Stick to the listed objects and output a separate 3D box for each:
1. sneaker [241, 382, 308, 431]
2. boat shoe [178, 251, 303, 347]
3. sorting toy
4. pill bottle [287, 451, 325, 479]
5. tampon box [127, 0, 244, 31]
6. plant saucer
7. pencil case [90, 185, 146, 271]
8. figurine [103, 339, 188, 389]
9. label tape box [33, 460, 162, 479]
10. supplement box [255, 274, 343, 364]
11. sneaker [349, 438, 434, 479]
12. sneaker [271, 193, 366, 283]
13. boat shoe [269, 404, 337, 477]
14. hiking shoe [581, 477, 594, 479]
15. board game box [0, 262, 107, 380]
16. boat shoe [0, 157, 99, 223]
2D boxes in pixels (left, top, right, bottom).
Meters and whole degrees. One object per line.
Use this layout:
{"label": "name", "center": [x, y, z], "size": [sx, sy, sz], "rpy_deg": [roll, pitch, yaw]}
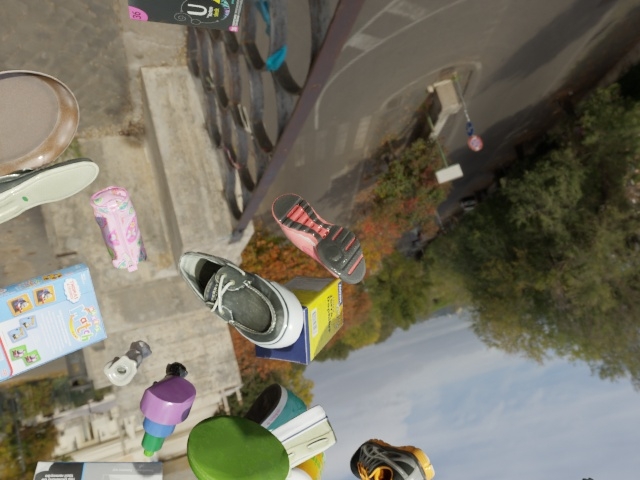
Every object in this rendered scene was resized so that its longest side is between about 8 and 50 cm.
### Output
{"label": "sneaker", "center": [-0.134, 0.507, 1.258], "size": [0.178, 0.124, 0.295], "rpy_deg": [34, 108, -29]}
{"label": "boat shoe", "center": [-0.172, 0.109, 0.921], "size": [0.119, 0.121, 0.335], "rpy_deg": [20, 180, -45]}
{"label": "sorting toy", "center": [-0.097, 0.312, 0.577], "size": [0.365, 0.126, 0.127], "rpy_deg": [28, -167, 26]}
{"label": "pill bottle", "center": [-0.070, 0.656, 1.317], "size": [0.136, 0.137, 0.245], "rpy_deg": [-19, -176, 12]}
{"label": "tampon box", "center": [-0.192, -0.384, 0.687], "size": [0.160, 0.102, 0.120], "rpy_deg": [-1, 170, -17]}
{"label": "plant saucer", "center": [-0.682, -0.247, 1.044], "size": [0.310, 0.050, 0.311], "rpy_deg": [-42, 168, -11]}
{"label": "pencil case", "center": [-0.648, -0.034, 1.565], "size": [0.124, 0.124, 0.284], "rpy_deg": [-13, 133, -18]}
{"label": "figurine", "center": [-0.500, 0.379, 1.425], "size": [0.092, 0.214, 0.209], "rpy_deg": [-55, -174, 4]}
{"label": "label tape box", "center": [-0.445, 0.615, 0.922], "size": [0.249, 0.348, 0.115], "rpy_deg": [14, 128, -26]}
{"label": "supplement box", "center": [-0.068, 0.265, 1.713], "size": [0.194, 0.196, 0.356], "rpy_deg": [3, -167, 22]}
{"label": "sneaker", "center": [0.112, 0.430, 0.907], "size": [0.083, 0.084, 0.215], "rpy_deg": [-24, 172, -37]}
{"label": "sneaker", "center": [0.000, -0.001, 1.330], "size": [0.116, 0.314, 0.136], "rpy_deg": [-45, 171, -15]}
{"label": "boat shoe", "center": [-0.093, 0.453, 1.005], "size": [0.302, 0.094, 0.109], "rpy_deg": [-23, 153, -30]}
{"label": "hiking shoe", "center": [0.418, 0.537, 0.831], "size": [0.303, 0.132, 0.113], "rpy_deg": [-21, 138, -22]}
{"label": "board game box", "center": [-0.517, 0.149, 0.880], "size": [0.211, 0.160, 0.039], "rpy_deg": [-21, -149, -35]}
{"label": "boat shoe", "center": [-0.539, -0.110, 0.903], "size": [0.233, 0.079, 0.084], "rpy_deg": [-28, 156, -25]}
